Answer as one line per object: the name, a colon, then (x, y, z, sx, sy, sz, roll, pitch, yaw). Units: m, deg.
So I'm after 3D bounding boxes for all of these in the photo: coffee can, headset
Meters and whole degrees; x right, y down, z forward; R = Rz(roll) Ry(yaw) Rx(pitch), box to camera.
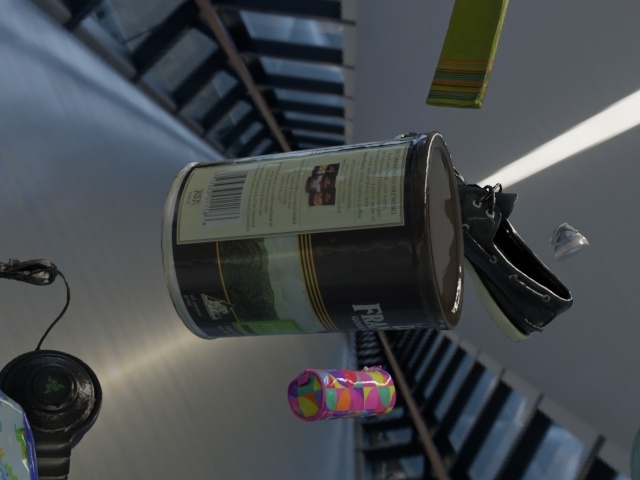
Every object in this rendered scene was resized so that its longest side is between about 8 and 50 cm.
coffee can: (0.000, 0.000, 0.883, 0.201, 0.275, 0.202, -5, 90, -71)
headset: (-0.395, 0.215, 1.074, 0.243, 0.185, 0.394, -30, -124, 58)

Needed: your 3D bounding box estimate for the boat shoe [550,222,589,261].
boat shoe: (0.463, -0.001, 1.562, 0.063, 0.066, 0.184, 65, 15, 10)

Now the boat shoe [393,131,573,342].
boat shoe: (0.227, -0.019, 1.119, 0.340, 0.113, 0.127, 57, 29, -7)

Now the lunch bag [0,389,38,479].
lunch bag: (-0.287, 0.213, 0.662, 0.176, 0.090, 0.219, 74, -4, -55)

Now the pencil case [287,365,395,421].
pencil case: (0.044, 0.291, 1.582, 0.236, 0.104, 0.104, 8, 48, -51)

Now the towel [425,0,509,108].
towel: (0.254, -0.337, 1.418, 0.021, 0.102, 0.237, 32, 71, -55)

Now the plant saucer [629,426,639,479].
plant saucer: (0.437, 0.256, 0.894, 0.037, 0.195, 0.195, 1, 56, -50)
